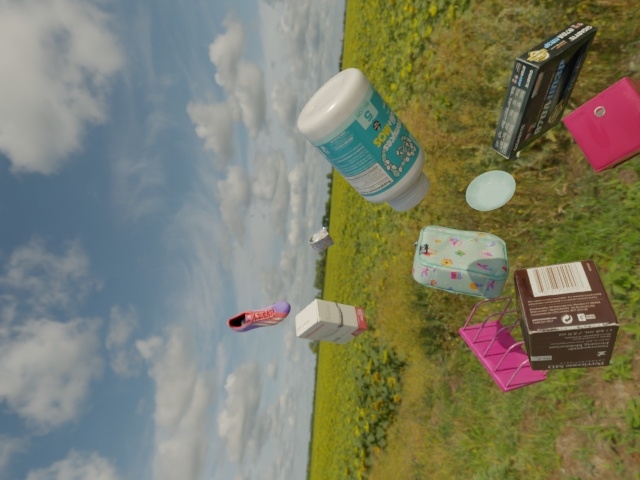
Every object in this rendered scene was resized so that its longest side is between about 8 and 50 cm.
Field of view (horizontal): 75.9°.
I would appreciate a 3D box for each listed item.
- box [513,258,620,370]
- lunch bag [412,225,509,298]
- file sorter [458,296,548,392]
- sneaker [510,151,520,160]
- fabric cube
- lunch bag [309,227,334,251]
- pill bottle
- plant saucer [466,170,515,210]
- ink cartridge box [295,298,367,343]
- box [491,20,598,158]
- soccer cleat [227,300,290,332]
[{"bbox_3d":[0.552,0.175,0.940,0.203,0.168,0.167,58,-151,-43],"label":"box"},{"bbox_3d":[0.424,0.053,1.265,0.224,0.278,0.108,-65,-19,-47],"label":"lunch bag"},{"bbox_3d":[0.720,0.381,1.565,0.291,0.201,0.183,-119,30,-46],"label":"file sorter"},{"bbox_3d":[0.647,-0.333,1.341,0.057,0.075,0.162,128,147,-65],"label":"sneaker"},{"bbox_3d":[1.189,-0.454,1.638,0.254,0.258,0.259,-38,71,46],"label":"fabric cube"},{"bbox_3d":[0.000,0.000,1.580,0.071,0.083,0.053,53,-175,-49],"label":"lunch bag"},{"bbox_3d":[0.093,-0.170,0.759,0.264,0.146,0.146,41,-146,-28],"label":"pill bottle"},{"bbox_3d":[0.696,-0.196,1.674,0.037,0.194,0.195,39,-137,-41],"label":"plant saucer"},{"bbox_3d":[0.037,0.302,1.506,0.158,0.217,0.092,-45,42,41],"label":"ink cartridge box"},{"bbox_3d":[0.449,-0.300,0.838,0.051,0.175,0.220,46,161,32],"label":"box"},{"bbox_3d":[-0.234,0.292,1.568,0.095,0.247,0.083,52,-159,-66],"label":"soccer cleat"}]
